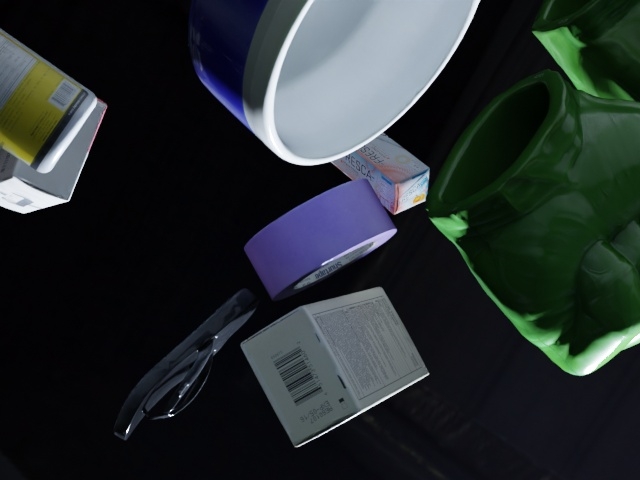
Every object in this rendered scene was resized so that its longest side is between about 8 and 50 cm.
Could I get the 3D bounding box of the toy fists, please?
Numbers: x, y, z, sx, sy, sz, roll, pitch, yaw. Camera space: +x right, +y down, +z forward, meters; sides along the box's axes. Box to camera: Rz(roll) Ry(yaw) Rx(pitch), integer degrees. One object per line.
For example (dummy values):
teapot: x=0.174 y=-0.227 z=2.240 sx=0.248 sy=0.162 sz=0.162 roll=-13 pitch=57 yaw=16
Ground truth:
toy fists: x=0.174 y=-0.057 z=0.567 sx=0.142 sy=0.279 sz=0.096 roll=46 pitch=146 yaw=-20

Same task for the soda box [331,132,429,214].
soda box: x=0.075 y=-0.114 z=1.473 sx=0.063 sy=0.058 sz=0.183 roll=-24 pitch=-133 yaw=-26

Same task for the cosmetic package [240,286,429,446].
cosmetic package: x=0.030 y=0.168 z=1.457 sx=0.160 sy=0.113 sz=0.309 roll=61 pitch=-160 yaw=10

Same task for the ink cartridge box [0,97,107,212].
ink cartridge box: x=-0.410 y=-0.132 z=1.501 sx=0.092 sy=0.158 sz=0.218 roll=27 pitch=164 yaw=-29

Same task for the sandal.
sandal: x=-0.165 y=0.163 z=1.334 sx=0.054 sy=0.254 sz=0.097 roll=42 pitch=162 yaw=10

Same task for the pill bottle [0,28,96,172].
pill bottle: x=-0.334 y=-0.160 z=1.073 sx=0.184 sy=0.103 sz=0.103 roll=35 pitch=-171 yaw=-13

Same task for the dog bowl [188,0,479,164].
dog bowl: x=0.020 y=-0.199 z=0.882 sx=0.104 sy=0.265 sz=0.265 roll=42 pitch=-166 yaw=24

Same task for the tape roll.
tape roll: x=0.000 y=0.000 z=1.356 sx=0.080 sy=0.189 sz=0.189 roll=61 pitch=-165 yaw=7
